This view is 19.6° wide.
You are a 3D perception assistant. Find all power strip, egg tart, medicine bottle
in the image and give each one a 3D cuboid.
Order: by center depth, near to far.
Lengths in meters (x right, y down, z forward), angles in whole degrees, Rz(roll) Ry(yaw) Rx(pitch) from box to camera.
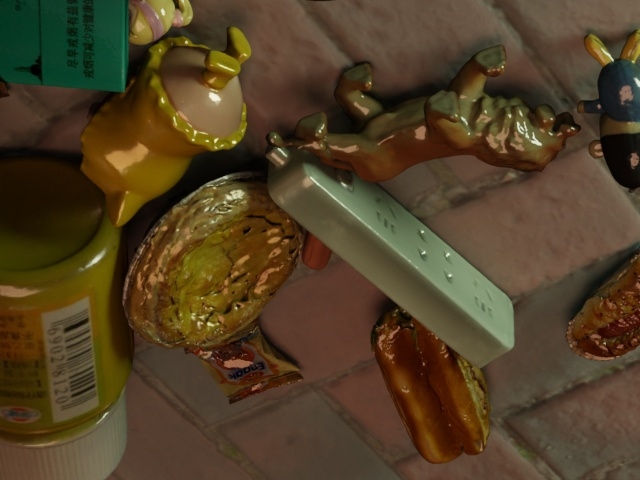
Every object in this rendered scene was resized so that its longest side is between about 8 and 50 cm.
[{"bbox_3d":[-0.128,0.016,2.060,0.234,0.094,0.234,-28,140,-27],"label":"egg tart"},{"bbox_3d":[0.078,0.006,2.073,0.062,0.091,0.385,-33,123,29],"label":"power strip"},{"bbox_3d":[-0.323,0.108,2.113,0.224,0.224,0.384,3,134,2],"label":"medicine bottle"}]

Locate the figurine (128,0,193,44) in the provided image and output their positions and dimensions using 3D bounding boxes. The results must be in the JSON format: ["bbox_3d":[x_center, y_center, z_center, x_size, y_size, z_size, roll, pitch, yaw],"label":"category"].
[{"bbox_3d":[-0.211,-0.267,1.858,0.187,0.083,0.083,38,127,-13],"label":"figurine"}]

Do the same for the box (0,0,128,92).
[{"bbox_3d":[-0.301,-0.226,1.812,0.226,0.042,0.161,5,131,-1],"label":"box"}]

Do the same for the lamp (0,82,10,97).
[{"bbox_3d":[-0.400,-0.070,1.874,0.089,0.325,0.090,-8,134,14],"label":"lamp"}]

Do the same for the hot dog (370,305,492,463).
[{"bbox_3d":[0.139,0.169,2.239,0.115,0.072,0.269,-9,131,14],"label":"hot dog"}]

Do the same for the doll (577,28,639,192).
[{"bbox_3d":[0.319,-0.134,1.929,0.102,0.089,0.179,-5,110,9],"label":"doll"}]

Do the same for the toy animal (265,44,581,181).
[{"bbox_3d":[0.115,-0.113,1.957,0.312,0.097,0.157,-9,139,15],"label":"toy animal"}]

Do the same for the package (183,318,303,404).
[{"bbox_3d":[-0.095,0.147,2.265,0.108,0.031,0.120,-20,130,22],"label":"package"}]

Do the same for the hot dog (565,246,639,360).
[{"bbox_3d":[0.357,0.076,2.144,0.099,0.053,0.192,29,127,-17],"label":"hot dog"}]

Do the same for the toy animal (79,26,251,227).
[{"bbox_3d":[-0.156,-0.128,1.927,0.156,0.156,0.230,29,131,-22],"label":"toy animal"}]

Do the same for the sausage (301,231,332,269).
[{"bbox_3d":[0.000,0.000,2.112,0.034,0.034,0.083,11,135,-6],"label":"sausage"}]
